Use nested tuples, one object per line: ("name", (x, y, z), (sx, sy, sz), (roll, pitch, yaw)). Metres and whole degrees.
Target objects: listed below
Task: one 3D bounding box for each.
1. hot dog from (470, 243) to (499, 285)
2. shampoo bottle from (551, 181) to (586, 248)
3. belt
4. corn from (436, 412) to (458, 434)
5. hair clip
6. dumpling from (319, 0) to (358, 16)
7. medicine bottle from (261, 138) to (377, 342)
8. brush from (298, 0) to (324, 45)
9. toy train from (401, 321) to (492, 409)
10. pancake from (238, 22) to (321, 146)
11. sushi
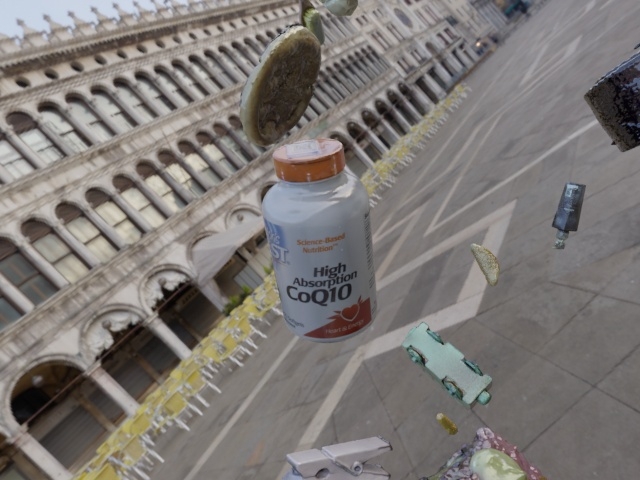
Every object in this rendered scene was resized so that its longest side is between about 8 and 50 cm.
("hot dog", (0.319, 0.042, 0.841), (0.034, 0.090, 0.030), (-23, -24, 7))
("shampoo bottle", (0.753, -0.074, 1.349), (0.057, 0.063, 0.207), (-142, 56, -64))
("belt", (0.552, -0.262, 0.642), (0.289, 0.164, 0.184), (-29, -10, 23))
("corn", (0.327, 0.473, 1.134), (0.028, 0.083, 0.027), (-38, 23, 8))
("hair clip", (0.053, 0.614, 1.209), (0.085, 0.331, 0.101), (13, 94, 59))
("dumpling", (0.040, -0.503, 0.921), (0.057, 0.076, 0.052), (-46, 15, 36))
("medicine bottle", (0.000, 0.000, 0.665), (0.157, 0.288, 0.157), (-7, 28, 4))
("brush", (-0.033, -0.703, 1.339), (0.072, 0.067, 0.313), (-49, -20, -6))
("toy train", (0.415, 0.418, 1.453), (0.129, 0.326, 0.159), (-44, -34, -10))
("pancake", (-0.109, -0.469, 1.364), (0.382, 0.071, 0.382), (-53, -16, -23))
("sushi", (0.242, 0.418, 0.692), (0.270, 0.171, 0.236), (-15, -39, -38))
